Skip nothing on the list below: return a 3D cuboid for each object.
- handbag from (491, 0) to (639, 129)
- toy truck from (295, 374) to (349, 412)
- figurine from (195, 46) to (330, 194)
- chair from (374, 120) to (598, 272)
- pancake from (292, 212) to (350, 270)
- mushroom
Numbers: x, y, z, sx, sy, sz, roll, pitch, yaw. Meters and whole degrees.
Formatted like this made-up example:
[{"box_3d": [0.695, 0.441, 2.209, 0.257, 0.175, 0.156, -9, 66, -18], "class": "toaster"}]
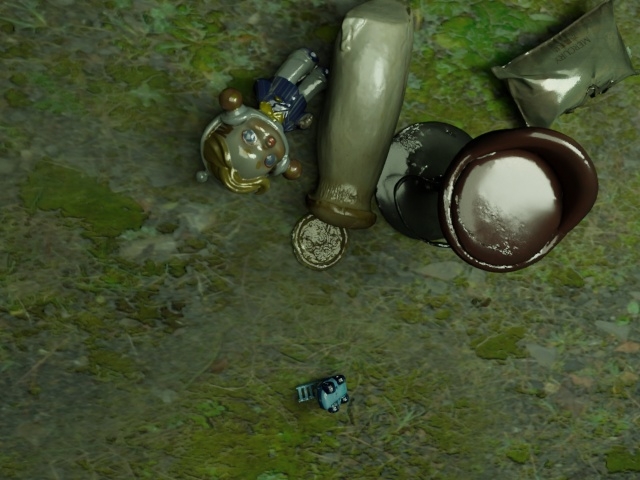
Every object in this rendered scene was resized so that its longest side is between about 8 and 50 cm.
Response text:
[{"box_3d": [0.456, -0.303, 1.465, 0.270, 0.117, 0.182, -33, 113, -7], "class": "handbag"}, {"box_3d": [0.002, 0.280, 1.484, 0.073, 0.090, 0.056, -27, 109, -53], "class": "toy truck"}, {"box_3d": [-0.099, -0.207, 1.351, 0.194, 0.133, 0.274, 21, 88, -38], "class": "figurine"}, {"box_3d": [0.249, -0.080, 1.304, 0.227, 0.401, 0.226, -2, 99, -14], "class": "chair"}, {"box_3d": [0.000, 0.000, 1.462, 0.115, 0.011, 0.114, -2, 98, -11], "class": "pancake"}, {"box_3d": [0.068, -0.220, 1.367, 0.138, 0.154, 0.407, 11, 96, 3], "class": "mushroom"}]
